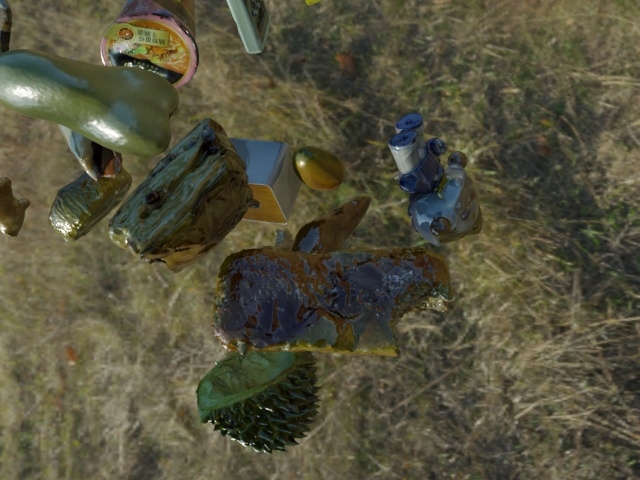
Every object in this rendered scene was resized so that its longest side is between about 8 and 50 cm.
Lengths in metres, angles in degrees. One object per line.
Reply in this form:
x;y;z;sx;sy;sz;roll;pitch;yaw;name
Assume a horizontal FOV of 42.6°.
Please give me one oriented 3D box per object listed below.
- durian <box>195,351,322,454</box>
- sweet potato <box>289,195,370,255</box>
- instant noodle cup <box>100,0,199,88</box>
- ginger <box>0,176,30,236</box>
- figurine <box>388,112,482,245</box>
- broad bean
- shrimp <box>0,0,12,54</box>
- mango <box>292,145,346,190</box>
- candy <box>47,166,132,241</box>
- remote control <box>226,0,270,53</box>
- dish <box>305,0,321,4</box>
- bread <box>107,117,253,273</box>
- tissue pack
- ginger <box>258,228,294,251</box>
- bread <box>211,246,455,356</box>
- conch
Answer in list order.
-0.100;0.284;1.578;0.198;0.394;0.163;3;110;13;durian
-0.004;0.004;1.923;0.112;0.112;0.359;-26;22;48;sweet potato
-0.408;-0.533;2.044;0.244;0.244;0.255;-46;31;38;instant noodle cup
-0.655;-0.085;1.608;0.065;0.118;0.299;48;169;18;ginger
0.196;-0.092;1.466;0.133;0.274;0.193;-9;67;32;figurine
-0.330;-0.204;1.153;0.189;0.263;0.121;175;114;-77;broad bean
-0.634;-0.407;1.594;0.091;0.034;0.160;27;125;17;shrimp
-0.009;-0.172;1.913;0.111;0.163;0.089;-13;62;40;mango
-0.624;-0.110;2.226;0.118;0.260;0.260;45;131;-5;candy
-0.184;-0.592;1.927;0.056;0.296;0.140;-4;51;14;remote control
0.024;-0.731;2.245;0.080;0.149;0.207;40;123;31;dish
-0.230;-0.067;1.485;0.277;0.167;0.324;-49;4;-6;bread
-0.188;-0.150;1.996;0.246;0.159;0.135;7;58;23;tissue pack
-0.103;0.046;2.305;0.137;0.213;0.074;39;119;0;ginger
0.021;0.100;1.307;0.109;0.381;0.185;83;-173;-56;bread
-0.485;-0.260;1.736;0.127;0.159;0.255;-93;-5;-72;conch
